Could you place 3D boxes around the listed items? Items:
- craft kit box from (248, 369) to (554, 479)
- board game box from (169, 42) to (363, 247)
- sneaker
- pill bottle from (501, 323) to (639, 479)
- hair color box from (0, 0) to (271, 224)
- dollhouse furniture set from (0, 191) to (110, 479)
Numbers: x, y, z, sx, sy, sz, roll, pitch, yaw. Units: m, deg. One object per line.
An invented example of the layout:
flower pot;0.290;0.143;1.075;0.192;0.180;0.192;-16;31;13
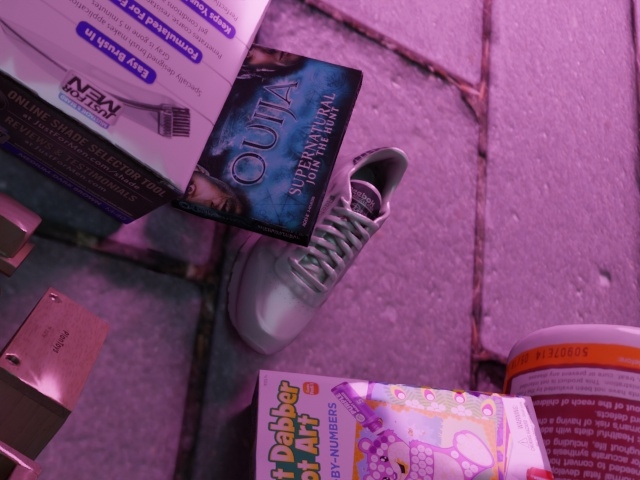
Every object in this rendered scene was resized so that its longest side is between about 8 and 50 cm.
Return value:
craft kit box;0.066;0.220;0.619;0.246;0.061;0.250;5;40;-7
board game box;-0.045;-0.093;0.731;0.126;0.026;0.186;15;62;5
sneaker;0.000;0.000;0.737;0.090;0.095;0.235;44;56;-21
pill bottle;0.262;0.298;0.765;0.224;0.224;0.392;31;59;-26
hair color box;-0.149;-0.207;0.677;0.185;0.110;0.339;35;56;-26
dollhouse furniture set;-0.318;0.039;0.420;0.355;0.174;0.303;36;14;-15
